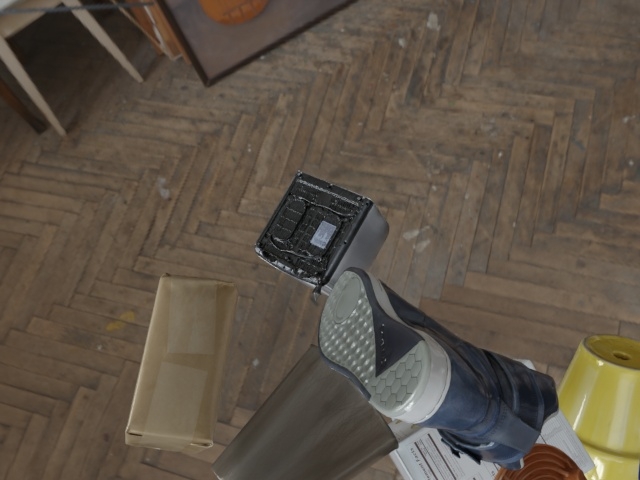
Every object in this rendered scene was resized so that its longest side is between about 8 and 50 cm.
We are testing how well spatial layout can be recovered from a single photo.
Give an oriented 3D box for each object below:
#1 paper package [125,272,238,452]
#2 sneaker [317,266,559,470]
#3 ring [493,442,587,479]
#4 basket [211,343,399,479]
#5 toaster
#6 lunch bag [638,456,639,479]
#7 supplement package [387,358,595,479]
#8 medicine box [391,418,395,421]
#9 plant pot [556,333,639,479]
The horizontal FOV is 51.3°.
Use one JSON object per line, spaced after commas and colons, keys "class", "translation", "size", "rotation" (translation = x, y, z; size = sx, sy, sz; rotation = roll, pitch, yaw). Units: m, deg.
{"class": "paper package", "translation": [-0.296, 0.272, 1.417], "size": [0.168, 0.309, 0.325], "rotation": [12, 67, -12]}
{"class": "sneaker", "translation": [0.095, 0.105, 0.563], "size": [0.163, 0.226, 0.086], "rotation": [24, 99, -22]}
{"class": "ring", "translation": [0.280, 0.410, 0.774], "size": [0.032, 0.336, 0.336], "rotation": [-17, 58, 41]}
{"class": "basket", "translation": [-0.034, 0.302, 0.980], "size": [0.227, 0.154, 0.204], "rotation": [-38, 90, -17]}
{"class": "toaster", "translation": [0.000, 0.000, 1.091], "size": [0.168, 0.110, 0.185], "rotation": [24, 81, 36]}
{"class": "lunch bag", "translation": [0.448, 0.295, 0.853], "size": [0.067, 0.065, 0.098], "rotation": [6, 94, 15]}
{"class": "supplement package", "translation": [0.267, 0.351, 1.133], "size": [0.263, 0.199, 0.198], "rotation": [-30, 84, -8]}
{"class": "medicine box", "translation": [0.278, 0.500, 1.604], "size": [0.149, 0.263, 0.289], "rotation": [-22, 20, -1]}
{"class": "plant pot", "translation": [0.574, 0.324, 1.317], "size": [0.254, 0.254, 0.239], "rotation": [9, 108, 15]}
